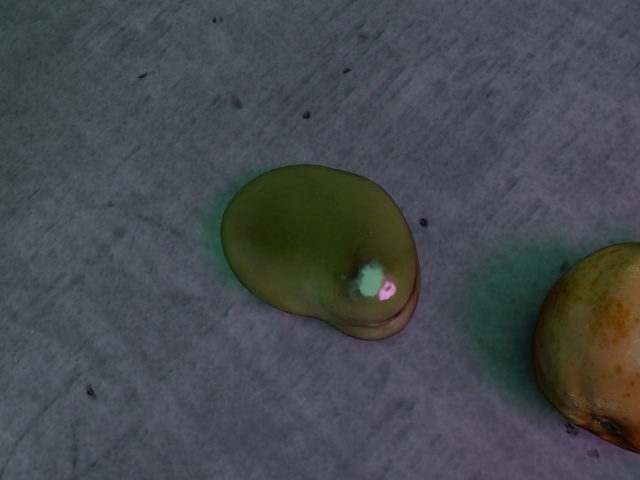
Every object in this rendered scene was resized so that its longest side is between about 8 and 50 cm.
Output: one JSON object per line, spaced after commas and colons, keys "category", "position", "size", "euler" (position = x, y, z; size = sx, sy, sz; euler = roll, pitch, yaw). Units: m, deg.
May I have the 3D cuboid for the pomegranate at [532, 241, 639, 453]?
{"category": "pomegranate", "position": [0.309, 0.101, 0.511], "size": [0.207, 0.207, 0.206], "euler": [-3, 74, 9]}

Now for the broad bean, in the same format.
{"category": "broad bean", "position": [0.000, 0.000, 0.625], "size": [0.263, 0.121, 0.189], "euler": [31, 77, 18]}
